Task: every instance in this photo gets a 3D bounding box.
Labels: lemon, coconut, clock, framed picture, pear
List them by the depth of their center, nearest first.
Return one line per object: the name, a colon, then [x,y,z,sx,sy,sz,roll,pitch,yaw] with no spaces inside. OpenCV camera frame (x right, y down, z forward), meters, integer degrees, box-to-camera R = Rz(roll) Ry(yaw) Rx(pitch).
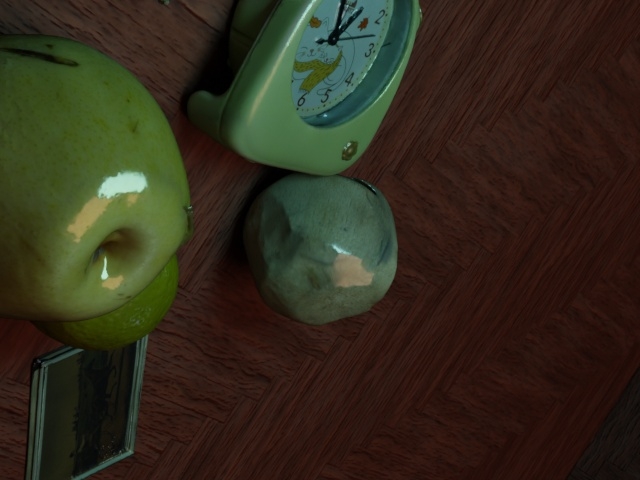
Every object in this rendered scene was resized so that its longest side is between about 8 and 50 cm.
pear: [-0.292,-0.058,1.706,0.309,0.309,0.309,-34,142,-33]
lemon: [-0.257,0.040,1.942,0.248,0.184,0.184,20,101,-58]
clock: [0.001,-0.260,2.089,0.286,0.117,0.348,10,109,-56]
framed picture: [-0.308,0.227,2.190,0.197,0.014,0.252,-24,135,-41]
coconut: [0.000,0.000,2.241,0.224,0.224,0.224,-34,142,-33]

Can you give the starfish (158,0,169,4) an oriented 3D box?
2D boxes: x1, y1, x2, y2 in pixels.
starfish: [-0.140,-0.442,1.769,0.301,0.084,0.293,-50,149,-5]
